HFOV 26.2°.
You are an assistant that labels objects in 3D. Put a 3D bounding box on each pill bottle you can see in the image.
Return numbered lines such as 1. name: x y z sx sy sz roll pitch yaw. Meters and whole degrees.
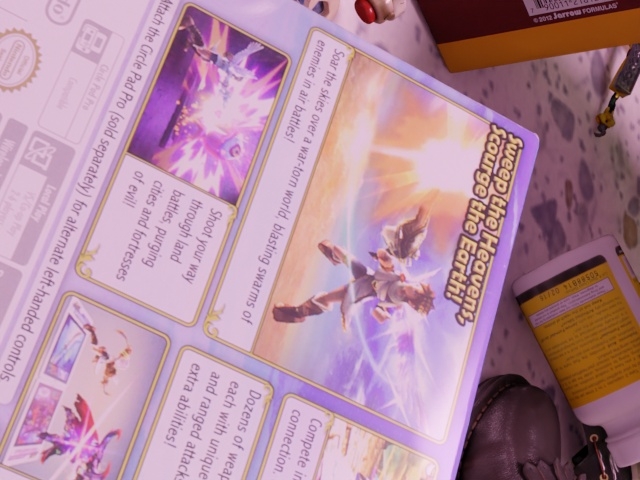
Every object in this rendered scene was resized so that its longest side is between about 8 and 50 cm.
1. pill bottle: 0.157 0.061 0.751 0.065 0.065 0.116 -15 76 -52

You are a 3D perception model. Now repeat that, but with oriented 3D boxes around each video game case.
1. video game case: -0.075 0.032 0.408 0.244 0.061 0.270 26 62 -15

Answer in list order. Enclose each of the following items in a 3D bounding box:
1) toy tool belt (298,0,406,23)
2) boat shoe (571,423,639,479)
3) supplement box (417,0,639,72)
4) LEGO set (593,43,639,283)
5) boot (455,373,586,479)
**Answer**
1. toy tool belt: -0.003 -0.124 0.619 0.051 0.052 0.083 -37 115 -13
2. boat shoe: 0.169 0.129 0.807 0.049 0.042 0.133 -24 107 -77
3. supplement box: 0.128 -0.208 0.672 0.129 0.191 0.194 -54 126 -39
4. LEGO set: 0.282 -0.029 0.907 0.255 0.192 0.331 8 74 -21
5. boot: 0.170 0.154 0.629 0.091 0.229 0.263 46 37 -37
